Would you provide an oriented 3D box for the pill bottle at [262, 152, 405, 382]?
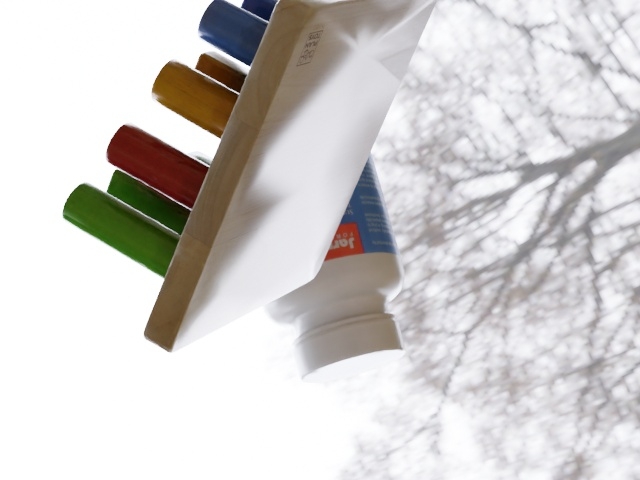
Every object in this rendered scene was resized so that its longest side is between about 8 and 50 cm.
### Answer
[{"bbox_3d":[0.000,0.000,1.476,0.124,0.124,0.221,-9,-106,-25],"label":"pill bottle"}]

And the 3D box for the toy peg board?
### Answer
[{"bbox_3d":[-0.036,-0.053,0.793,0.079,0.160,0.161,29,-160,15],"label":"toy peg board"}]
